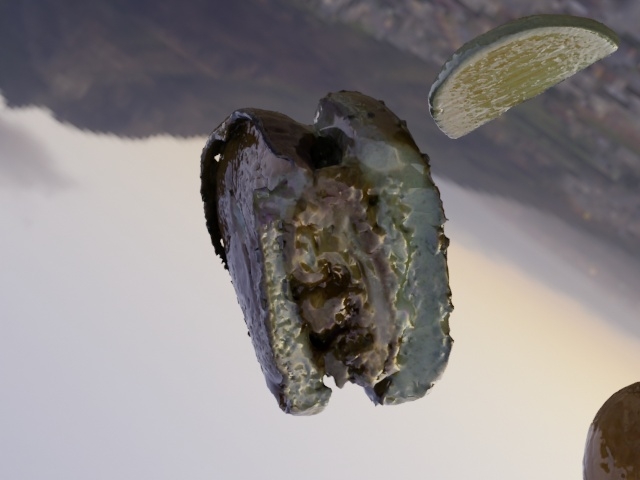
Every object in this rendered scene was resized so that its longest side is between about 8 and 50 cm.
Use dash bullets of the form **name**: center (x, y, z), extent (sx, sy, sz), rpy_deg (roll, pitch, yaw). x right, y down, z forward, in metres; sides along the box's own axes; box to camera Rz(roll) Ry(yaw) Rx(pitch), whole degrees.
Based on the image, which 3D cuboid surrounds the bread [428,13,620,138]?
- **bread**: center (0.172, -0.168, 1.590), extent (0.112, 0.193, 0.036), rpy_deg (28, -140, -50)

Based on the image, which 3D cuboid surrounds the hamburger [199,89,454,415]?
- **hamburger**: center (0.000, 0.000, 1.703), extent (0.277, 0.195, 0.318), rpy_deg (-125, 24, -61)

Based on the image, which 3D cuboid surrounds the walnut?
- **walnut**: center (0.350, 0.232, 1.807), extent (0.144, 0.180, 0.144), rpy_deg (22, 158, 9)
